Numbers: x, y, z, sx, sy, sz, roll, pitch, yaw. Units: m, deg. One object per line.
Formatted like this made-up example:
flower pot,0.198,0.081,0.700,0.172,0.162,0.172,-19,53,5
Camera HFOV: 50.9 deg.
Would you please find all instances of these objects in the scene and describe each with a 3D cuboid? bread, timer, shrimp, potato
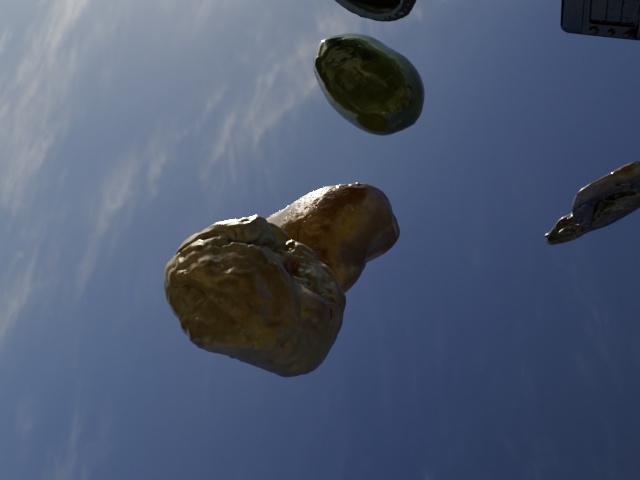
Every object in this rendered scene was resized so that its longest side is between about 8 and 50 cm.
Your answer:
bread,-0.073,0.064,0.855,0.134,0.244,0.244,-50,-136,17
timer,0.592,-0.486,1.379,0.187,0.144,0.055,17,-120,27
shrimp,0.552,-0.073,1.349,0.317,0.164,0.062,-42,-134,47
bread,0.000,0.000,1.675,0.361,0.250,0.394,-40,-174,-40
potato,0.112,-0.374,1.609,0.304,0.216,0.216,34,-81,20

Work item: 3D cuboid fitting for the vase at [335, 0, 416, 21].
vase,0.141,-0.638,1.364,0.245,0.245,0.291,10,-113,48
